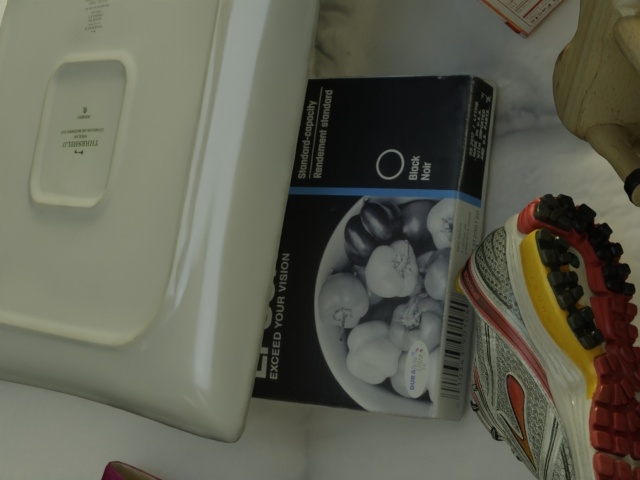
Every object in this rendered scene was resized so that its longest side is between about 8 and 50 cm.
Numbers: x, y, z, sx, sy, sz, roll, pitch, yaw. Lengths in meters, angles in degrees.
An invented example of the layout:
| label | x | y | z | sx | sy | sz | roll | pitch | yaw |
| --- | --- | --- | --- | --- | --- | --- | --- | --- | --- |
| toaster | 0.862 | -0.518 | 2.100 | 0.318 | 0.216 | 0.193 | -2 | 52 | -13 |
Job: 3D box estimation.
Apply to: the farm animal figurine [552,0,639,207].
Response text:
| label | x | y | z | sx | sy | sz | roll | pitch | yaw |
| --- | --- | --- | --- | --- | --- | --- | --- | --- | --- |
| farm animal figurine | 0.218 | -0.191 | 0.629 | 0.330 | 0.327 | 0.172 | -31 | 49 | 15 |

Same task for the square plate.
| label | x | y | z | sx | sy | sz | roll | pitch | yaw |
| --- | --- | --- | --- | --- | --- | --- | --- | --- | --- |
| square plate | -0.141 | -0.066 | 0.901 | 0.347 | 0.049 | 0.344 | 5 | 84 | 48 |

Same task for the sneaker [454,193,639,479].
| label | x | y | z | sx | sy | sz | roll | pitch | yaw |
| --- | --- | --- | --- | --- | --- | --- | --- | --- | --- |
| sneaker | 0.136 | 0.094 | 0.743 | 0.092 | 0.088 | 0.225 | -33 | 63 | 45 |

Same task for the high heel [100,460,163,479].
| label | x | y | z | sx | sy | sz | roll | pitch | yaw |
| --- | --- | --- | --- | --- | --- | --- | --- | --- | --- |
| high heel | -0.044 | 0.180 | 0.832 | 0.244 | 0.082 | 0.117 | -15 | 71 | 37 |

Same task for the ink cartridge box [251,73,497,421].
| label | x | y | z | sx | sy | sz | roll | pitch | yaw |
| --- | --- | --- | --- | --- | --- | --- | --- | --- | --- |
| ink cartridge box | 0.000 | 0.000 | 0.857 | 0.208 | 0.045 | 0.206 | 1 | 81 | 33 |

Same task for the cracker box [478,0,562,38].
| label | x | y | z | sx | sy | sz | roll | pitch | yaw |
| --- | --- | --- | --- | --- | --- | --- | --- | --- | --- |
| cracker box | 0.047 | -0.217 | 0.760 | 0.067 | 0.232 | 0.156 | -45 | 61 | 15 |
